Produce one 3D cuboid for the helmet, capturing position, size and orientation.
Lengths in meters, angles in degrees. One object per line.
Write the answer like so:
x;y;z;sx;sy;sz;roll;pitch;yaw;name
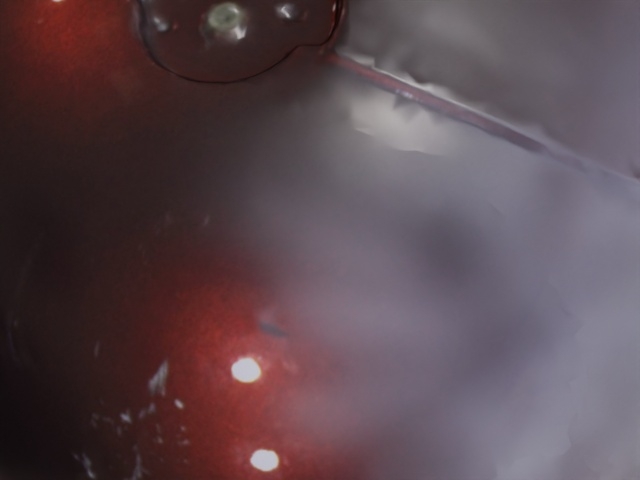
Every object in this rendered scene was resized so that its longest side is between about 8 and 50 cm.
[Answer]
0.000;0.000;0.426;0.193;0.216;0.189;-59;164;-25;helmet
